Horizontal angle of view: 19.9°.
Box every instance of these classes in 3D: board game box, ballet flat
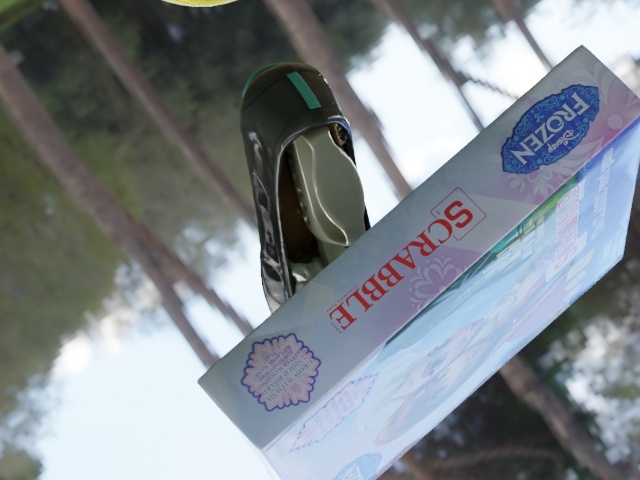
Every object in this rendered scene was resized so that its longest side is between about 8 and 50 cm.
[{"bbox_3d":[0.080,0.048,1.239,0.318,0.066,0.319,-41,163,-6],"label":"board game box"},{"bbox_3d":[0.000,0.000,1.353,0.095,0.280,0.096,-29,-140,-17],"label":"ballet flat"}]

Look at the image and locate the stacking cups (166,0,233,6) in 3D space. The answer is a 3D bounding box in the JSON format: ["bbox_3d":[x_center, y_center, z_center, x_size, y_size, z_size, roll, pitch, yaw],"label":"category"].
[{"bbox_3d":[0.016,-0.187,0.554,0.096,0.096,0.316,-41,-179,-36],"label":"stacking cups"}]
